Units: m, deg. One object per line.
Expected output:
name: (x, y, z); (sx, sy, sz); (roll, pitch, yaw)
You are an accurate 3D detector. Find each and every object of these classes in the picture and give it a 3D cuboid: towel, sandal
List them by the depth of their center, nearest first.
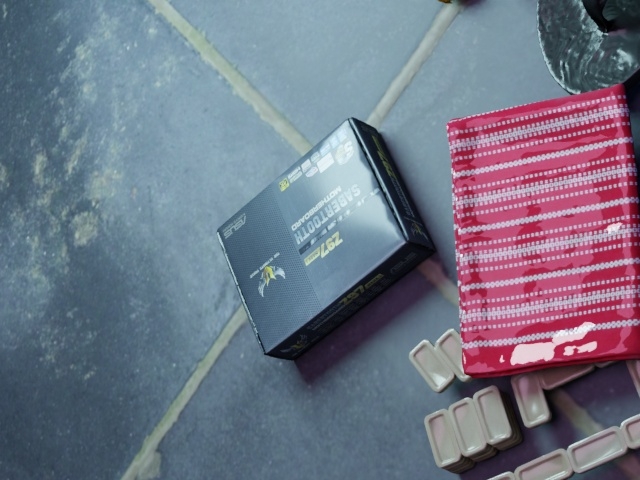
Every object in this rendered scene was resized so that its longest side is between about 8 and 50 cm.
towel: (0.220, -0.006, 1.349); (0.199, 0.031, 0.274); (-9, 78, 30)
sandal: (0.320, -0.358, 1.364); (0.167, 0.107, 0.445); (23, 92, 41)

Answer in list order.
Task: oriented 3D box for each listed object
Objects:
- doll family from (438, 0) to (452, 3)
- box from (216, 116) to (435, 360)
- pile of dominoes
doll family: (0.139, -0.359, 1.531); (0.263, 0.118, 0.163); (31, 92, 23)
box: (0.000, 0.000, 1.558); (0.233, 0.059, 0.183); (-39, 57, 26)
pile of dominoes: (0.222, 0.151, 1.361); (0.251, 0.040, 0.196); (-28, 60, 22)
